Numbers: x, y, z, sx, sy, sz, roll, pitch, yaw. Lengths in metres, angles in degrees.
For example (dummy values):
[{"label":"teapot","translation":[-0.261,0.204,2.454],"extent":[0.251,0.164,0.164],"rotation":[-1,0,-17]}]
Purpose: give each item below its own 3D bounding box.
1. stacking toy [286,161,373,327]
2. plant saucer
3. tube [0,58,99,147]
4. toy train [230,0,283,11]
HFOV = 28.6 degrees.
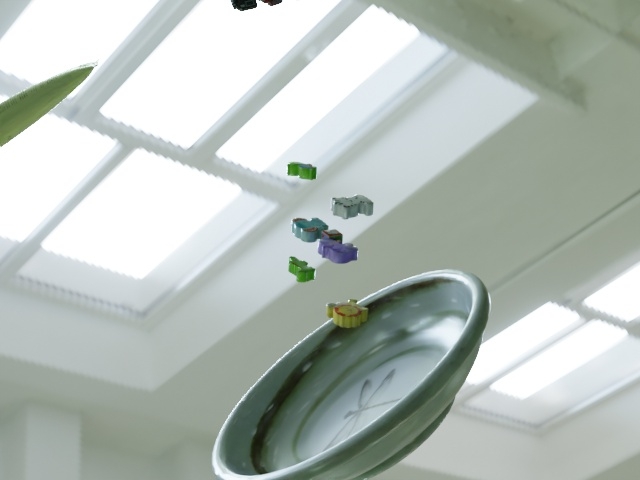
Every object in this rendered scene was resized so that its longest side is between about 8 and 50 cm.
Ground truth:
[{"label":"stacking toy","translation":[0.000,0.000,1.689],"extent":[0.052,0.167,0.221],"rotation":[-8,-157,-26]},{"label":"plant saucer","translation":[0.054,0.194,1.538],"extent":[0.100,0.400,0.400],"rotation":[54,-144,-14]},{"label":"tube","translation":[-0.437,-0.207,1.909],"extent":[0.070,0.240,0.062],"rotation":[56,179,32]},{"label":"toy train","translation":[-0.081,-0.417,2.141],"extent":[0.158,0.027,0.036],"rotation":[-18,-78,-26]}]
